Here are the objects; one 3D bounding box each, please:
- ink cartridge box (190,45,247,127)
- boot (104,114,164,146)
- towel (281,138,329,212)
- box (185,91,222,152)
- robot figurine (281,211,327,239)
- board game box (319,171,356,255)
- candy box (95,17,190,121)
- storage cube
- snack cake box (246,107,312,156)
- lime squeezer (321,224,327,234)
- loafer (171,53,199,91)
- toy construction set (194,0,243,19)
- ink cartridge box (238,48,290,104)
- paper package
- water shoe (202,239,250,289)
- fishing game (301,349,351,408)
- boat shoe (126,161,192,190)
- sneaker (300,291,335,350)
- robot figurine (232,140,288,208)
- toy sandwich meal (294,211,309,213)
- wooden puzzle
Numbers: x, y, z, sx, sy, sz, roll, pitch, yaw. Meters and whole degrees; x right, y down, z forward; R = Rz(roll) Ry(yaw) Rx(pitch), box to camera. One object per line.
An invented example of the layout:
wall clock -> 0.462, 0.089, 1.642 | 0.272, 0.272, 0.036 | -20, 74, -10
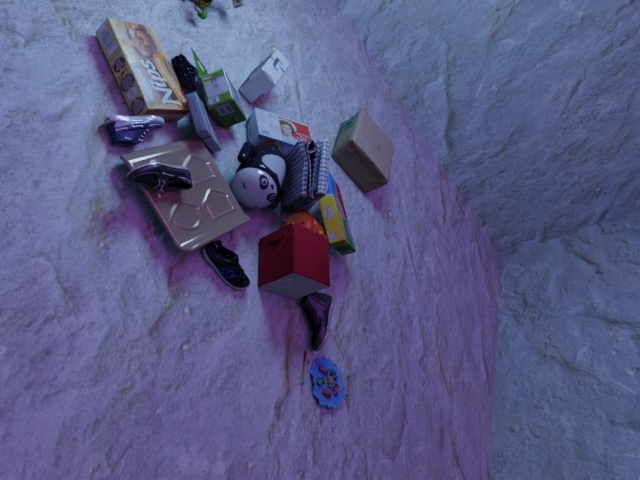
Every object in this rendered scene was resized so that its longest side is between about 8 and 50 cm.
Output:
ink cartridge box -> -0.374, -0.574, 1.712 | 0.189, 0.097, 0.255 | 53, 18, -81
boot -> -0.561, -0.333, 1.428 | 0.190, 0.069, 0.086 | -16, 89, -47
towel -> -0.070, -0.241, 1.776 | 0.121, 0.284, 0.234 | 7, 78, -19
box -> -0.401, -0.403, 1.608 | 0.186, 0.038, 0.145 | 75, -3, -79
robot figurine -> -0.062, -0.033, 1.795 | 0.158, 0.128, 0.219 | 57, 5, 31
board game box -> 0.058, -0.115, 1.939 | 0.242, 0.064, 0.316 | 39, 36, -71
candy box -> -0.572, -0.547, 1.514 | 0.183, 0.088, 0.316 | -23, 89, -56
storage cube -> -0.096, 0.079, 1.659 | 0.215, 0.184, 0.193 | 26, 52, -43
snack cake box -> -0.163, -0.427, 1.906 | 0.264, 0.089, 0.152 | 11, 51, -33
lime squeezer -> 0.000, 0.000, 1.961 | 0.310, 0.059, 0.109 | -41, 132, -56
loafer -> -0.465, -0.577, 1.632 | 0.223, 0.076, 0.078 | 57, -6, 39
toy construction set -> -0.456, -1.073, 1.934 | 0.309, 0.257, 0.237 | 49, 12, 17
ink cartridge box -> -0.237, -0.700, 1.982 | 0.092, 0.159, 0.217 | 47, 38, -23
paper package -> 0.228, -0.470, 2.433 | 0.309, 0.168, 0.324 | 45, 40, -26
water shoe -> -0.290, 0.083, 1.494 | 0.203, 0.080, 0.073 | 46, 39, -24
fishing game -> 0.032, 0.511, 1.682 | 0.264, 0.041, 0.189 | 39, 39, -31
boat shoe -> -0.452, -0.176, 1.332 | 0.206, 0.075, 0.065 | -10, 70, -57
sneaker -> -0.028, 0.293, 1.724 | 0.118, 0.083, 0.222 | 25, 55, -18
robot figurine -> -0.216, -0.241, 1.708 | 0.209, 0.173, 0.278 | 25, 44, -8
toy sandwich meal -> -0.076, -0.122, 1.942 | 0.086, 0.029, 0.085 | 30, 47, -39
wooden puzzle -> -0.424, -0.148, 1.476 | 0.347, 0.080, 0.322 | 57, 35, -2
